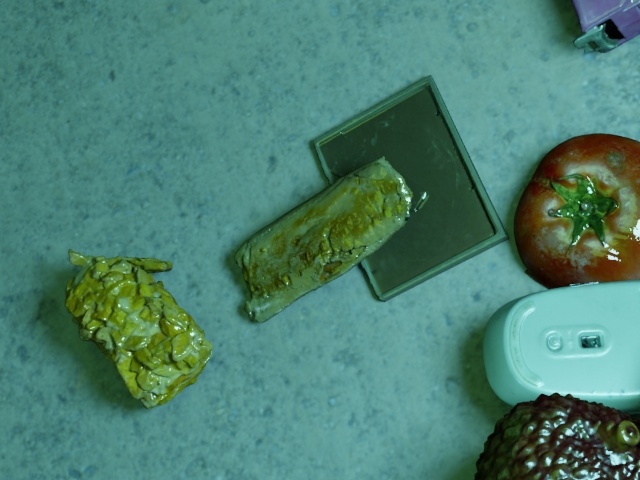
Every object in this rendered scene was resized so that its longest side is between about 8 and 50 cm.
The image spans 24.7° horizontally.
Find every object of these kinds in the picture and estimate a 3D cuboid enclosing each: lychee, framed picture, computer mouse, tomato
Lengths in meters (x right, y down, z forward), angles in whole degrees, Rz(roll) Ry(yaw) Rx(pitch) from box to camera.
[{"bbox_3d":[0.278,0.295,1.630,0.236,0.236,0.271,50,125,29],"label":"lychee"},{"bbox_3d":[0.114,-0.071,1.950,0.192,0.018,0.265,-27,64,11],"label":"framed picture"},{"bbox_3d":[0.338,0.132,1.738,0.288,0.097,0.159,-3,66,2],"label":"computer mouse"},{"bbox_3d":[0.340,-0.033,1.809,0.225,0.085,0.225,-6,71,18],"label":"tomato"}]

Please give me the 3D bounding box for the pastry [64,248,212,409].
[{"bbox_3d":[-0.250,0.101,1.987,0.154,0.102,0.250,-43,61,1],"label":"pastry"}]

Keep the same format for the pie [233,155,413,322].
[{"bbox_3d":[0.000,0.000,1.932,0.282,0.068,0.129,-33,64,21],"label":"pie"}]

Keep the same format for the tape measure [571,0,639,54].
[{"bbox_3d":[0.393,-0.390,1.888,0.245,0.149,0.232,-28,66,19],"label":"tape measure"}]
